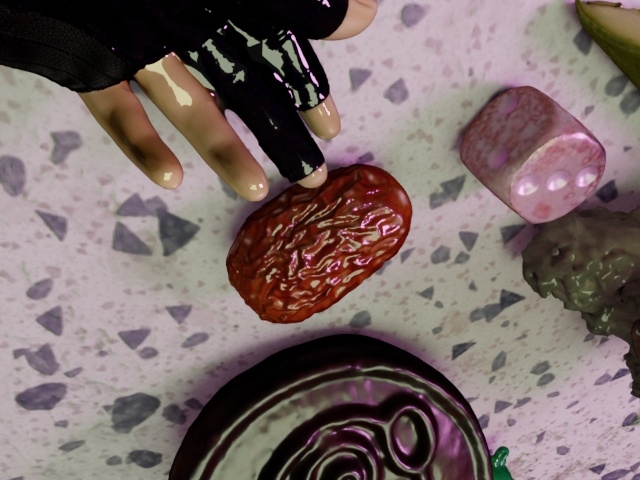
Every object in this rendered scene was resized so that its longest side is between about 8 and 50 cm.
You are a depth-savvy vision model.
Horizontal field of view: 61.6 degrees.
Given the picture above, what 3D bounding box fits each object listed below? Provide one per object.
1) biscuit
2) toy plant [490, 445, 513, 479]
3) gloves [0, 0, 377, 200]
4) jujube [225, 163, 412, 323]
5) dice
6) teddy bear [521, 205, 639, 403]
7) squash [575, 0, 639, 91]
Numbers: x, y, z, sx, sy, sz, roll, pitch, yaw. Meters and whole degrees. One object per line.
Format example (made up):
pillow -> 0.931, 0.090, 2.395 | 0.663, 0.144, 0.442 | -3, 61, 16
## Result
biscuit -> 0.025, 0.315, 0.626 | 0.408, 0.091, 0.407 | -2, 97, -17
toy plant -> 0.264, 0.420, 0.881 | 0.143, 0.105, 0.200 | 21, 106, -37
gloves -> -0.081, -0.134, 0.339 | 0.197, 0.152, 0.301 | -24, 138, 29
jujube -> 0.000, 0.000, 0.494 | 0.176, 0.109, 0.112 | -36, 164, 1
dice -> 0.193, -0.078, 0.494 | 0.093, 0.094, 0.091 | 29, 113, -33
teddy bear -> 0.414, 0.146, 0.569 | 0.225, 0.357, 0.367 | -32, 129, -6
squash -> 0.356, -0.159, 0.448 | 0.252, 0.093, 0.169 | 25, 141, -31
